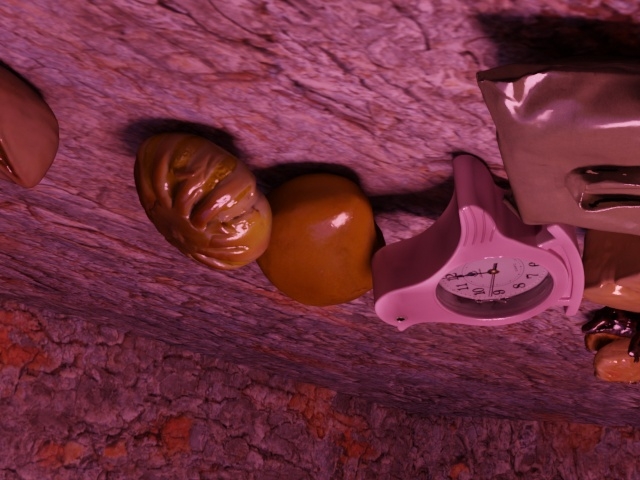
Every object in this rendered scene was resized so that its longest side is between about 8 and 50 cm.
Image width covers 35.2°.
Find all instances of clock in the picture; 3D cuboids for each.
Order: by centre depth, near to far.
[{"bbox_3d":[0.188,0.012,1.280,0.276,0.080,0.290,-8,144,11],"label":"clock"}]

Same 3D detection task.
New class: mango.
[{"bbox_3d":[-0.008,0.000,1.433,0.195,0.142,0.331,4,157,12],"label":"mango"}]

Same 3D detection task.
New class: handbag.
[{"bbox_3d":[0.290,-0.086,0.968,0.253,0.109,0.316,6,161,17],"label":"handbag"}]

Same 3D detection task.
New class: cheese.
[{"bbox_3d":[0.525,0.021,1.229,0.384,0.104,0.384,9,166,2],"label":"cheese"}]

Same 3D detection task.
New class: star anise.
[{"bbox_3d":[0.514,0.091,1.457,0.272,0.102,0.272,-4,-155,2],"label":"star anise"}]

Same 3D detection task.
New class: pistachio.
[{"bbox_3d":[-0.383,-0.133,1.165,0.130,0.131,0.206,-35,159,0],"label":"pistachio"}]

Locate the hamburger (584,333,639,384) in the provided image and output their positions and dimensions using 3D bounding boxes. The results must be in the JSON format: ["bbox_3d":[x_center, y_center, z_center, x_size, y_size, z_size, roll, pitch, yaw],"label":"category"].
[{"bbox_3d":[0.584,0.177,1.780,0.262,0.124,0.131,-7,140,34],"label":"hamburger"}]

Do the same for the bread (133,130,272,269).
[{"bbox_3d":[-0.158,-0.046,1.294,0.213,0.104,0.213,30,156,15],"label":"bread"}]
